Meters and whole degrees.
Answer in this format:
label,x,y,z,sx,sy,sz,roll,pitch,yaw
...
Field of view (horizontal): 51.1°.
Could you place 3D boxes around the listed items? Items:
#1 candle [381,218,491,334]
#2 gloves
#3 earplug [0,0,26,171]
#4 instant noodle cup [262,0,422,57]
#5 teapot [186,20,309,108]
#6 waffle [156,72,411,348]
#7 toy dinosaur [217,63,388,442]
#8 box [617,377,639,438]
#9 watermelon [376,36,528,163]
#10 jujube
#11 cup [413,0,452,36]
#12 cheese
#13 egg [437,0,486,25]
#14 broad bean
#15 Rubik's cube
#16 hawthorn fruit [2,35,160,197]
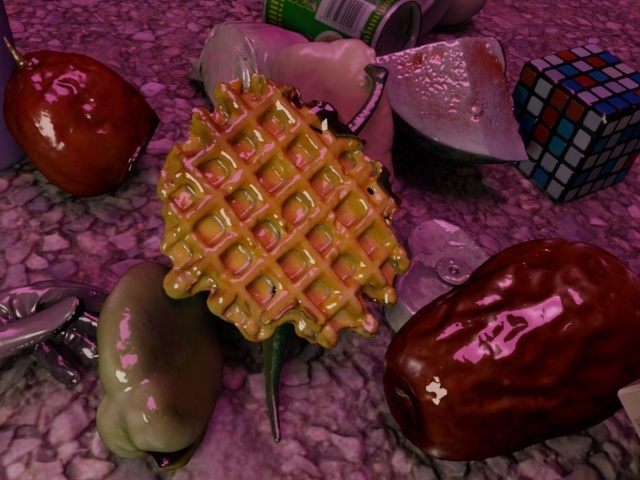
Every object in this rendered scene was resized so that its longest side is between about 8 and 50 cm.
label,x,y,z,sx,sy,sz,roll,pitch,yaw
candle,0.180,0.064,0.917,0.168,0.068,0.192,17,49,3
gloves,-0.341,0.113,0.720,0.285,0.142,0.119,-12,77,-23
earplug,-0.517,-0.313,0.870,0.215,0.456,0.215,5,43,-5
instant noodle cup,0.048,-0.400,1.196,0.232,0.207,0.207,33,48,25
teapot,-0.112,-0.285,1.167,0.178,0.221,0.163,-17,90,-37
waffle,-0.031,-0.032,0.772,0.311,0.060,0.307,18,75,-19
toy dinosaur,0.000,0.000,0.843,0.300,0.087,0.447,-15,72,-3
box,0.472,0.274,0.679,0.214,0.069,0.353,-17,75,-26
watermelon,0.189,-0.259,1.095,0.289,0.214,0.320,21,28,-27
jujube,0.227,0.123,0.762,0.317,0.223,0.223,-20,53,-19
cup,0.142,-0.538,1.355,0.347,0.347,0.163,45,19,28
cheese,0.015,-0.141,1.020,0.173,0.251,0.248,-8,83,-10
egg,0.273,-0.555,1.486,0.209,0.151,0.151,6,44,-20
broad bean,-0.168,0.130,0.727,0.100,0.169,0.228,-17,73,26
Rubik's cube,0.442,-0.204,1.151,0.184,0.187,0.182,-18,52,-29
hawthorn fruit,-0.344,-0.173,0.927,0.189,0.251,0.190,-17,51,23
